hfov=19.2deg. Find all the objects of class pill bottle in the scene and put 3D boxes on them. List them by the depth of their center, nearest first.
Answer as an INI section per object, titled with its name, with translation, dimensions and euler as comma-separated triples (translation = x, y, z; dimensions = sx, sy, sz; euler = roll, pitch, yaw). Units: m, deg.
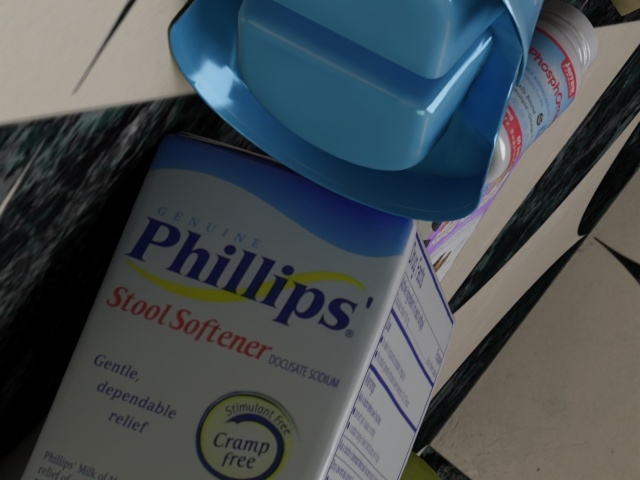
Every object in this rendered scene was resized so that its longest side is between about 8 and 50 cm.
[pill bottle]
translation = 0.146, -0.118, 1.459
dimensions = 0.160, 0.087, 0.087
euler = -44, 167, -35

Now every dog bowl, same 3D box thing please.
[dog bowl]
translation = 0.021, -0.108, 0.831
dimensions = 0.074, 0.166, 0.297
euler = -59, 172, -18

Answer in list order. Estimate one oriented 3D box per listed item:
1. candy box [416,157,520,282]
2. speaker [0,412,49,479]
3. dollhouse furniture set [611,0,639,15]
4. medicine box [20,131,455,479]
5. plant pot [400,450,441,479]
[candy box]
translation = 0.075, -0.012, 1.565
dimensions = 0.165, 0.070, 0.196
euler = -36, 161, -55
[speaker]
translation = -0.164, 0.142, 1.141
dimensions = 0.136, 0.055, 0.055
euler = -46, 168, -27
[dollhouse furniture set]
translation = 0.312, -0.274, 1.337
dimensions = 0.161, 0.212, 0.242
euler = -40, -169, -38
[medicine box]
translation = -0.047, 0.123, 1.067
dimensions = 0.263, 0.149, 0.289
euler = 59, 50, -74
[plant pot]
translation = -0.051, 0.264, 1.549
dimensions = 0.275, 0.275, 0.293
euler = -52, 154, 3
